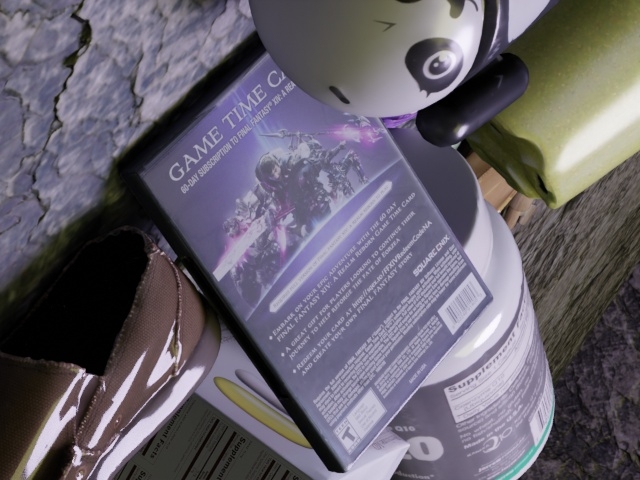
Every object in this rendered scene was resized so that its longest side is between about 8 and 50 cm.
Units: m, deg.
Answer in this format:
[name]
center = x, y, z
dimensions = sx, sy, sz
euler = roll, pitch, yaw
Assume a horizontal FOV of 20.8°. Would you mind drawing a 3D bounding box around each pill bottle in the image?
[pill bottle]
center = 0.085, 0.072, 1.528
dimensions = 0.204, 0.204, 0.361
euler = -50, 148, -18

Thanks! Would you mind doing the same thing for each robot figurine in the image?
[robot figurine]
center = 0.075, -0.195, 1.149
dimensions = 0.278, 0.209, 0.173
euler = -41, 171, -42

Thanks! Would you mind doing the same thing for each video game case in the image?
[video game case]
center = 0.000, 0.000, 1.246
dimensions = 0.026, 0.274, 0.196
euler = -5, -145, 53

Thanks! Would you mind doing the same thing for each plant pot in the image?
[plant pot]
center = 0.242, -0.174, 1.575
dimensions = 0.254, 0.276, 0.276
euler = -43, 162, -6

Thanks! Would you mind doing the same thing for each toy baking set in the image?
[toy baking set]
center = 0.297, -0.094, 2.231
dimensions = 0.197, 0.030, 0.256
euler = -35, 154, -51

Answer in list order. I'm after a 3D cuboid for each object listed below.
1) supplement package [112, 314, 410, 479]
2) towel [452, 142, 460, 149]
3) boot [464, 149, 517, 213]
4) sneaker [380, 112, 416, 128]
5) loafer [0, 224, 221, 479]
[supplement package]
center = -0.073, 0.181, 1.404
dimensions = 0.149, 0.203, 0.194
euler = -60, 164, 15
[towel]
center = 0.138, -0.125, 1.733
dimensions = 0.113, 0.023, 0.152
euler = -32, 151, -53
[boot]
center = 0.185, -0.068, 1.887
dimensions = 0.269, 0.089, 0.236
euler = -47, 164, -14
[sneaker]
center = 0.055, -0.114, 1.454
dimensions = 0.071, 0.068, 0.170
euler = -49, 164, 24
[loafer]
center = -0.203, 0.122, 1.110
dimensions = 0.366, 0.134, 0.130
euler = -56, 143, -38
